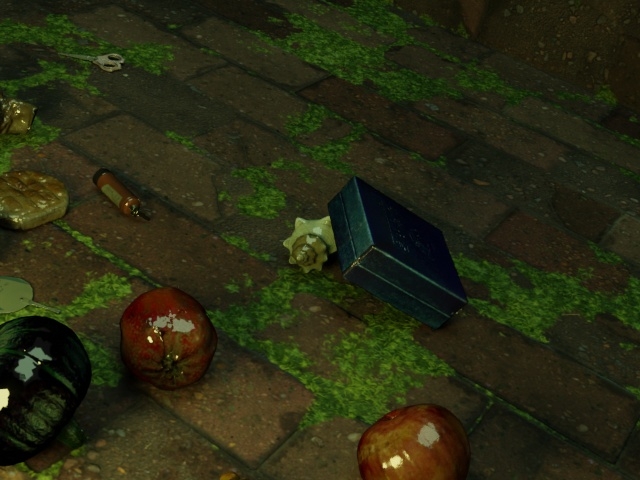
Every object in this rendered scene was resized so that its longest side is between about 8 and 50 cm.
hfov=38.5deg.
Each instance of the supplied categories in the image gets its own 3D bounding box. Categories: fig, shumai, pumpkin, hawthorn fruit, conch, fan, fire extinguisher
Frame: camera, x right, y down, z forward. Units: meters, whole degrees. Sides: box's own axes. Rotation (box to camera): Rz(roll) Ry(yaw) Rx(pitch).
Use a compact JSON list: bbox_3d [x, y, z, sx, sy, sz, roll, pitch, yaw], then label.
[{"bbox_3d":[0.168,0.373,1.548,0.205,0.205,0.205,10,34,-7],"label":"fig"},{"bbox_3d":[-0.773,-0.298,2.187,0.175,0.166,0.206,24,29,-28],"label":"shumai"},{"bbox_3d":[-0.459,0.253,1.458,0.248,0.248,0.248,10,34,-7],"label":"pumpkin"},{"bbox_3d":[-0.277,0.164,1.681,0.181,0.181,0.235,10,30,-7],"label":"hawthorn fruit"},{"bbox_3d":[-0.001,-0.007,2.055,0.137,0.114,0.234,3,32,38],"label":"conch"},{"bbox_3d":[-0.586,0.113,1.773,0.175,0.005,0.113,18,34,4],"label":"fan"},{"bbox_3d":[-0.454,-0.101,2.096,0.177,0.050,0.062,41,3,31],"label":"fire extinguisher"}]

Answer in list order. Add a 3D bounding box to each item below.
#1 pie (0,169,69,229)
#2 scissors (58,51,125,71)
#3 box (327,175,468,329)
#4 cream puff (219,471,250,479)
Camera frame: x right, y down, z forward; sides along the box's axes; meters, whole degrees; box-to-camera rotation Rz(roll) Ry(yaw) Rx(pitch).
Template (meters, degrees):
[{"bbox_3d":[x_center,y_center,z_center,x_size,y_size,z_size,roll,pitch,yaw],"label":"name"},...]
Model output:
[{"bbox_3d":[-0.653,-0.094,2.009,0.195,0.046,0.195,11,35,-8],"label":"pie"},{"bbox_3d":[-0.665,-0.527,2.652,0.189,0.015,0.100,10,37,-5],"label":"scissors"},{"bbox_3d":[0.164,0.025,1.993,0.279,0.116,0.261,29,29,-27],"label":"box"},{"bbox_3d":[-0.135,0.424,1.432,0.116,0.094,0.122,-17,69,-34],"label":"cream puff"}]
